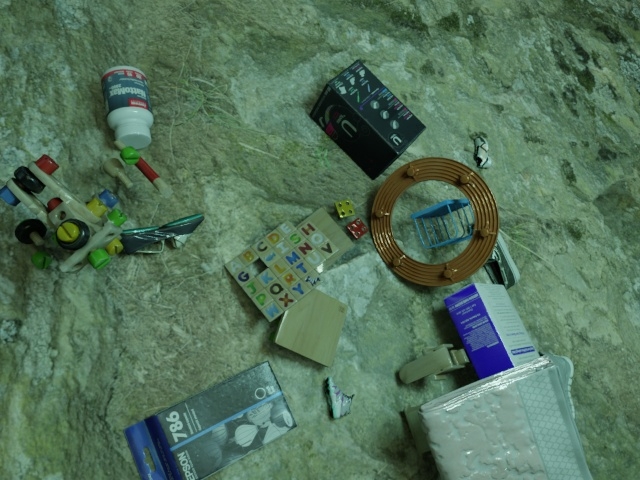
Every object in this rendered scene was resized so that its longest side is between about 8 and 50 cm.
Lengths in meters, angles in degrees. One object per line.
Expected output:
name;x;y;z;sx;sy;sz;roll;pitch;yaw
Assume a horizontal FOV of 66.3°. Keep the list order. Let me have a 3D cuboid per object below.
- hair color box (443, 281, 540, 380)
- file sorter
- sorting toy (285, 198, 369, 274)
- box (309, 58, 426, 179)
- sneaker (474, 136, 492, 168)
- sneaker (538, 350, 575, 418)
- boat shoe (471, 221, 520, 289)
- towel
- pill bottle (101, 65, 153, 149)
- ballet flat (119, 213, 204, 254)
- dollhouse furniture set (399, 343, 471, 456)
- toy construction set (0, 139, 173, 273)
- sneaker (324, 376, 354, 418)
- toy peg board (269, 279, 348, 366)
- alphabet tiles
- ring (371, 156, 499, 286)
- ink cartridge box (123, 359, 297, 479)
hair color box;0.459;0.280;1.235;0.185;0.110;0.338;9;52;-47
file sorter;0.354;-0.046;1.342;0.170;0.118;0.104;-6;76;-47
sorting toy;0.000;0.000;1.277;0.274;0.046;0.132;-40;87;-25
box;0.128;-0.334;1.371;0.270;0.165;0.143;45;64;1
sneaker;0.508;-0.280;1.551;0.044;0.040;0.109;-6;73;-18
sneaker;0.610;0.408;1.331;0.132;0.086;0.228;22;56;-5
boat shoe;0.494;0.040;1.414;0.070;0.078;0.219;-27;84;-26
towel;0.402;0.450;1.048;0.317;0.053;0.331;-21;97;-4
pill bottle;-0.468;-0.321;1.197;0.108;0.108;0.180;-9;75;-21
ballet flat;-0.367;-0.010;1.151;0.203;0.074;0.074;-16;78;-29
dollhouse furniture set;0.390;0.433;1.265;0.356;0.174;0.303;12;51;-45
toy construction set;-0.444;-0.047;1.006;0.309;0.257;0.237;-37;69;-27
sneaker;0.050;0.371;1.173;0.069;0.038;0.098;-6;83;-22
toy peg board;-0.036;0.203;1.190;0.161;0.079;0.161;30;64;-24
alphabet tiles;-0.083;0.055;1.179;0.237;0.009;0.198;-37;60;-14
ring;0.282;-0.046;1.258;0.032;0.337;0.336;-9;71;-60
ink cartridge box;-0.231;0.403;1.051;0.333;0.065;0.165;-23;81;-23
